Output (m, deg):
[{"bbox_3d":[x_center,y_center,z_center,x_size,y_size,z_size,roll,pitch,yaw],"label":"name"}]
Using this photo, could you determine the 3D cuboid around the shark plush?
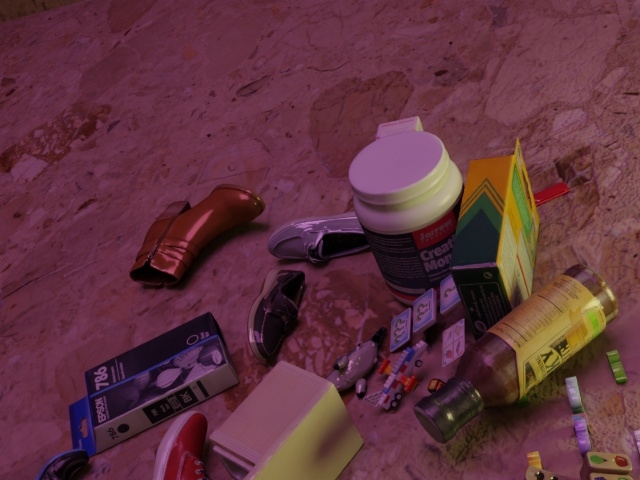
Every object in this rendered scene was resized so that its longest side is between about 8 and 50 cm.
[{"bbox_3d":[0.057,0.198,1.615,0.067,0.073,0.161,-27,27,57],"label":"shark plush"}]

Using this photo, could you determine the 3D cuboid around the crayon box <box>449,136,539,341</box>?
[{"bbox_3d":[0.298,0.005,1.586,0.083,0.203,0.323,-6,40,24],"label":"crayon box"}]

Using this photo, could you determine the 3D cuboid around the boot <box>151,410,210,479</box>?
[{"bbox_3d":[-0.180,0.384,1.496,0.176,0.088,0.244,-4,49,25],"label":"boot"}]

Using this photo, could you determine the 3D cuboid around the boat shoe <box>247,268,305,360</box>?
[{"bbox_3d":[-0.077,0.128,1.752,0.073,0.080,0.223,-14,33,22],"label":"boat shoe"}]

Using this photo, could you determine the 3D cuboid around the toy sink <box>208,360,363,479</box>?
[{"bbox_3d":[-0.070,0.328,1.445,0.131,0.153,0.234,17,54,42],"label":"toy sink"}]

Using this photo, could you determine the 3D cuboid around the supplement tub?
[{"bbox_3d":[0.170,-0.034,1.646,0.191,0.272,0.191,-16,38,13],"label":"supplement tub"}]

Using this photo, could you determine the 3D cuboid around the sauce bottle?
[{"bbox_3d":[0.290,0.173,1.413,0.344,0.111,0.111,-36,38,-13],"label":"sauce bottle"}]

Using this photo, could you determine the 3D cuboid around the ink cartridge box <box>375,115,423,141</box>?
[{"bbox_3d":[0.171,-0.188,1.986,0.092,0.090,0.143,-9,39,20],"label":"ink cartridge box"}]

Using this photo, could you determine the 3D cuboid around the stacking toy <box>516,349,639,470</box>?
[{"bbox_3d":[0.372,0.253,1.368,0.167,0.052,0.221,-15,37,13],"label":"stacking toy"}]

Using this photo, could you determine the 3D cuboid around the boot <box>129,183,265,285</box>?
[{"bbox_3d":[-0.265,-0.008,1.996,0.283,0.109,0.220,-5,40,28],"label":"boot"}]

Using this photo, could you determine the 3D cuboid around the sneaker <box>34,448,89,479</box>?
[{"bbox_3d":[-0.463,0.437,1.619,0.078,0.067,0.188,29,57,23],"label":"sneaker"}]

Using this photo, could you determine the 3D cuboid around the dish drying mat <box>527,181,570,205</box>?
[{"bbox_3d":[0.427,-0.086,1.786,0.083,0.008,0.032,-24,36,1],"label":"dish drying mat"}]

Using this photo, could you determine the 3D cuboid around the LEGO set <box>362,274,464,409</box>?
[{"bbox_3d":[0.155,0.167,1.532,0.182,0.060,0.244,-40,27,35],"label":"LEGO set"}]

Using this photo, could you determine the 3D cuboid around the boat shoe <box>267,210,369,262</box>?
[{"bbox_3d":[0.001,0.001,1.862,0.227,0.079,0.081,-12,34,11],"label":"boat shoe"}]

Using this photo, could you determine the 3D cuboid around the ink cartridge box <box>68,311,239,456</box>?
[{"bbox_3d":[-0.324,0.267,1.738,0.332,0.065,0.165,-28,37,-2],"label":"ink cartridge box"}]

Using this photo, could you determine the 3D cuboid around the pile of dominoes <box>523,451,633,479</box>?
[{"bbox_3d":[0.365,0.366,1.163,0.196,0.040,0.251,5,33,-1],"label":"pile of dominoes"}]
